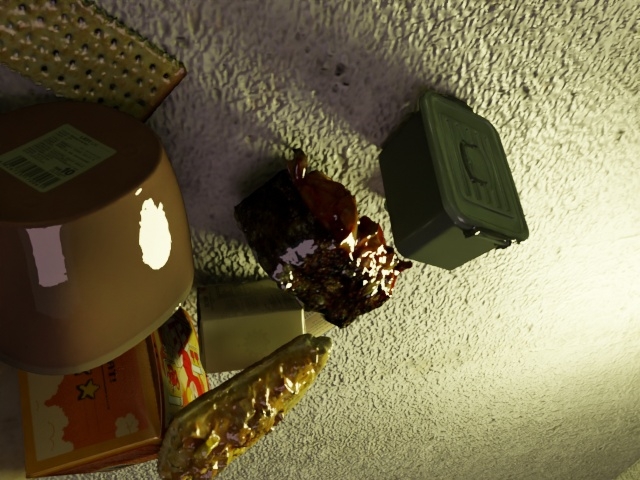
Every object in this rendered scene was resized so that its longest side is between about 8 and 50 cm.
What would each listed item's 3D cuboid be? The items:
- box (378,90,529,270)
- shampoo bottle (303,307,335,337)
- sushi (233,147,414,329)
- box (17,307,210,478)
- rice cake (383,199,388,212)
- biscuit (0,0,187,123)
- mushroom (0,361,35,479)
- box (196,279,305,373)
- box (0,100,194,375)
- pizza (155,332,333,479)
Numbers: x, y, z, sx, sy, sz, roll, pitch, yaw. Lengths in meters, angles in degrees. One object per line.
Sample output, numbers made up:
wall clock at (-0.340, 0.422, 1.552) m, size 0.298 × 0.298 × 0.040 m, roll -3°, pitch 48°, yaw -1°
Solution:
box at (0.183, -0.078, 0.883) m, size 0.163 × 0.243 × 0.135 m, roll 14°, pitch 144°, yaw -32°
shampoo bottle at (-0.011, 0.164, 1.230) m, size 0.183 × 0.050 × 0.087 m, roll -36°, pitch 139°, yaw 23°
sushi at (0.000, 0.000, 0.960) m, size 0.182 × 0.196 × 0.343 m, roll -41°, pitch 142°, yaw 1°
box at (-0.323, 0.227, 0.986) m, size 0.213 × 0.260 × 0.283 m, roll -14°, pitch 160°, yaw 0°
rice cake at (0.214, -0.049, 1.063) m, size 0.221 × 0.042 × 0.080 m, roll 21°, pitch 124°, yaw -34°
biscuit at (-0.287, -0.223, 0.720) m, size 0.139 × 0.016 × 0.231 m, roll -39°, pitch 135°, yaw 26°
mushroom at (-0.605, 0.279, 1.014) m, size 0.362 × 0.294 × 0.362 m, roll -25°, pitch 125°, yaw -42°
box at (-0.126, 0.139, 1.034) m, size 0.168 × 0.212 × 0.095 m, roll -3°, pitch 101°, yaw -12°
box at (-0.312, -0.018, 0.736) m, size 0.300 × 0.301 × 0.216 m, roll -4°, pitch 135°, yaw -13°
pizza at (-0.112, 0.269, 0.906) m, size 0.268 × 0.087 × 0.258 m, roll -30°, pitch 160°, yaw -35°
